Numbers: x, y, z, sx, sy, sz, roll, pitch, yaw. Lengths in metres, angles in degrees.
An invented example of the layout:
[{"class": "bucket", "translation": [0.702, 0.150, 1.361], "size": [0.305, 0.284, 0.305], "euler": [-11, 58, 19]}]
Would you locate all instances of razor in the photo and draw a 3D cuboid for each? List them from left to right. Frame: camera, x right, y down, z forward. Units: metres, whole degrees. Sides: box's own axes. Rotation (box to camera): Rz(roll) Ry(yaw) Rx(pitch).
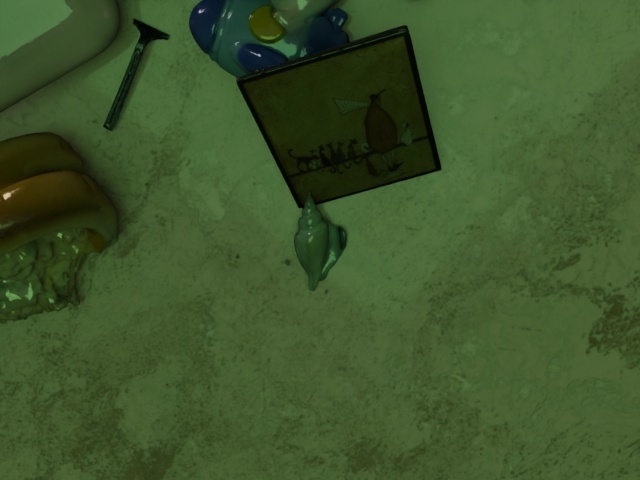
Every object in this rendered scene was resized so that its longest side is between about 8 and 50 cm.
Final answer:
[{"class": "razor", "translation": [-0.324, -0.273, 1.447], "size": [0.066, 0.033, 0.190], "euler": [27, 105, -2]}]

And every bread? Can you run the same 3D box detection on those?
[{"class": "bread", "translation": [-0.550, 0.003, 1.455], "size": [0.424, 0.329, 0.245], "euler": [-33, 58, 11]}]

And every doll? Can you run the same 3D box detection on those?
[{"class": "doll", "translation": [-0.063, -0.359, 1.313], "size": [0.376, 0.187, 0.365], "euler": [-11, 96, 28]}]

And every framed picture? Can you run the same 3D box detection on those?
[{"class": "framed picture", "translation": [0.042, -0.175, 1.338], "size": [0.256, 0.014, 0.338], "euler": [-15, 146, 7]}]

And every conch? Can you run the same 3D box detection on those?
[{"class": "conch", "translation": [-0.006, -0.001, 1.482], "size": [0.065, 0.088, 0.180], "euler": [19, 123, 43]}]

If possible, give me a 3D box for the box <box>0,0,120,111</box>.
[{"class": "box", "translation": [-0.516, -0.368, 1.354], "size": [0.349, 0.141, 0.288], "euler": [-31, 107, -3]}]
